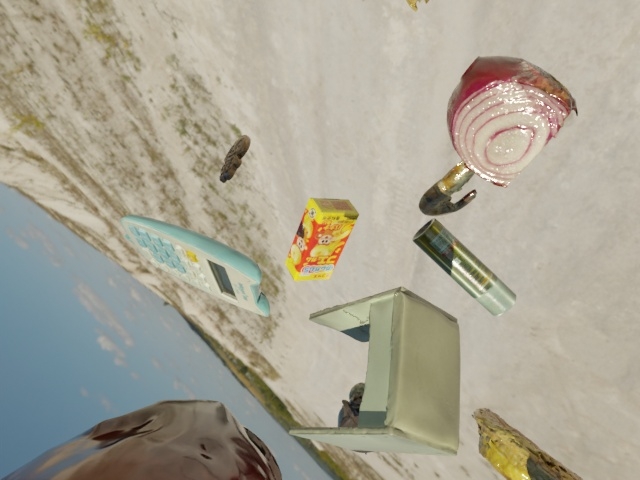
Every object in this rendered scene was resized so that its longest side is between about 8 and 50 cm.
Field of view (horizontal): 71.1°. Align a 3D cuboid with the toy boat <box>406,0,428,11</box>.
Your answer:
[{"bbox_3d":[0.269,-0.634,1.113,0.072,0.206,0.064,32,151,-2],"label":"toy boat"}]

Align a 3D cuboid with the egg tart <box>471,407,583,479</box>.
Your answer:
[{"bbox_3d":[0.546,0.599,1.227,0.341,0.129,0.341,38,177,2],"label":"egg tart"}]

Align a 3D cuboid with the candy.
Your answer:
[{"bbox_3d":[0.000,0.000,1.409,0.088,0.146,0.276,57,135,40],"label":"candy"}]

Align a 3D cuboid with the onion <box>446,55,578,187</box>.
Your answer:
[{"bbox_3d":[0.355,-0.254,0.885,0.206,0.207,0.216,36,129,2],"label":"onion"}]

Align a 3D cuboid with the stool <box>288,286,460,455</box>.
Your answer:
[{"bbox_3d":[0.103,0.252,0.837,0.170,0.243,0.270,31,145,-30],"label":"stool"}]

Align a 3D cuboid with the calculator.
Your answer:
[{"bbox_3d":[-0.293,0.051,1.042,0.387,0.054,0.256,19,150,12],"label":"calculator"}]

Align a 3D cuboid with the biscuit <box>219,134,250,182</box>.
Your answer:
[{"bbox_3d":[-0.270,-0.261,1.400,0.026,0.175,0.124,33,148,-31],"label":"biscuit"}]

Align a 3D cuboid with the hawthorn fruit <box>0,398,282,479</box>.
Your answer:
[{"bbox_3d":[-0.135,0.281,0.297,0.308,0.325,0.308,-24,-90,-80],"label":"hawthorn fruit"}]

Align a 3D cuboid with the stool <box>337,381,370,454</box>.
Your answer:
[{"bbox_3d":[0.099,0.404,1.049,0.121,0.125,0.217,-86,-12,-59],"label":"stool"}]

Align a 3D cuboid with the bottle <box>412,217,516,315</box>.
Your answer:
[{"bbox_3d":[0.360,0.068,1.120,0.286,0.082,0.082,43,162,-1],"label":"bottle"}]

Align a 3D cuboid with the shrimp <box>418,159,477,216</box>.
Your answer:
[{"bbox_3d":[0.411,-0.163,1.282,0.296,0.169,0.058,-46,47,36],"label":"shrimp"}]
